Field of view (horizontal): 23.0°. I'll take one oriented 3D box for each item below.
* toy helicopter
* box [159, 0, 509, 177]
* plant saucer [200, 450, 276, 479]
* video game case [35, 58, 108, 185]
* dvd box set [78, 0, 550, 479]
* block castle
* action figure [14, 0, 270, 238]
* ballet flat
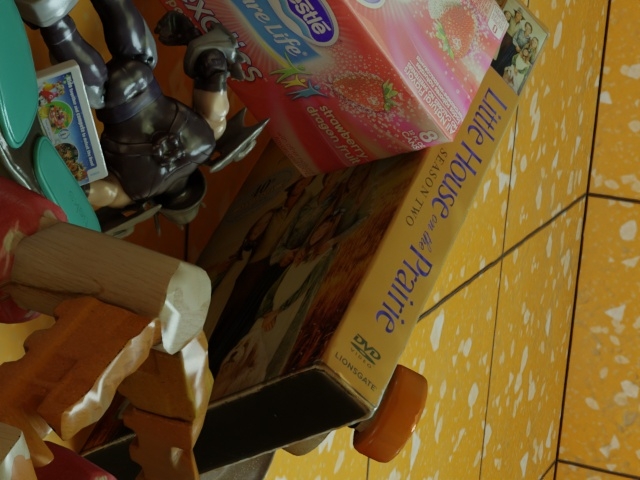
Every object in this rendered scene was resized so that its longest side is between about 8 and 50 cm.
[{"bbox_3d":[0.040,0.029,1.423,0.355,0.140,0.235,-66,-170,-14],"label":"toy helicopter"},{"bbox_3d":[-0.015,-0.206,1.140,0.300,0.154,0.142,50,48,-29],"label":"box"},{"bbox_3d":[-0.082,0.153,1.440,0.198,0.036,0.199,11,90,-68],"label":"plant saucer"},{"bbox_3d":[-0.199,-0.056,0.981,0.122,0.011,0.087,-21,130,-14],"label":"video game case"},{"bbox_3d":[0.000,0.000,1.258,0.062,0.307,0.420,45,49,-19],"label":"dvd box set"},{"bbox_3d":[-0.240,0.200,0.811,0.453,0.212,0.303,-50,145,-43],"label":"block castle"},{"bbox_3d":[-0.139,-0.115,1.054,0.185,0.099,0.285,-44,132,-26],"label":"action figure"},{"bbox_3d":[-0.192,-0.059,0.933,0.072,0.068,0.213,-81,160,-50],"label":"ballet flat"}]
